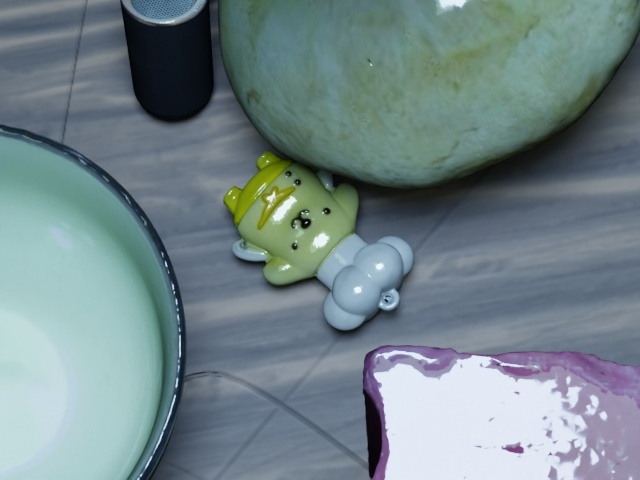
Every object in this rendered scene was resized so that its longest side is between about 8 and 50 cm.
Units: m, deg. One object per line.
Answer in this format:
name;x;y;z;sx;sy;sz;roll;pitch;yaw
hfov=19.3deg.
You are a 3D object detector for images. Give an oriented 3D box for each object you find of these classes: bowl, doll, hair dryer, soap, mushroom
bowl;-0.264;0.103;1.408;0.353;0.185;0.354;-1;74;3
doll;0.000;0.000;1.487;0.162;0.062;0.106;40;85;11
hair dryer;-0.088;-0.225;1.550;0.070;0.128;0.255;17;55;12
soap;0.143;0.170;1.279;0.233;0.359;0.128;3;74;3
mushroom;0.084;-0.202;1.436;0.352;0.260;0.352;-11;68;29
